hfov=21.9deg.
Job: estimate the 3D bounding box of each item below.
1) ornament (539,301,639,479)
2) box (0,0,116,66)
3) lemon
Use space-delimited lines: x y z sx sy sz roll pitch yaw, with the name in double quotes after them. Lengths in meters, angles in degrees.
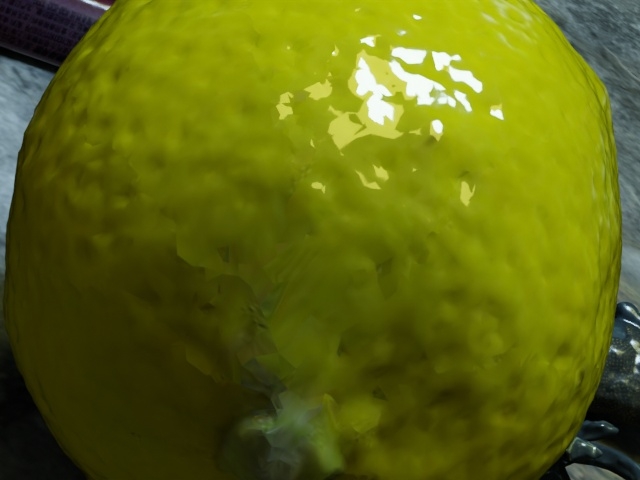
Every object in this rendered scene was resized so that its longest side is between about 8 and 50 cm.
0.191 0.132 1.038 0.202 0.080 0.236 21 29 -14 "ornament"
-0.250 -0.194 1.112 0.224 0.069 0.120 20 32 -24 "box"
0.001 -0.001 0.817 0.336 0.336 0.336 24 31 -15 "lemon"
